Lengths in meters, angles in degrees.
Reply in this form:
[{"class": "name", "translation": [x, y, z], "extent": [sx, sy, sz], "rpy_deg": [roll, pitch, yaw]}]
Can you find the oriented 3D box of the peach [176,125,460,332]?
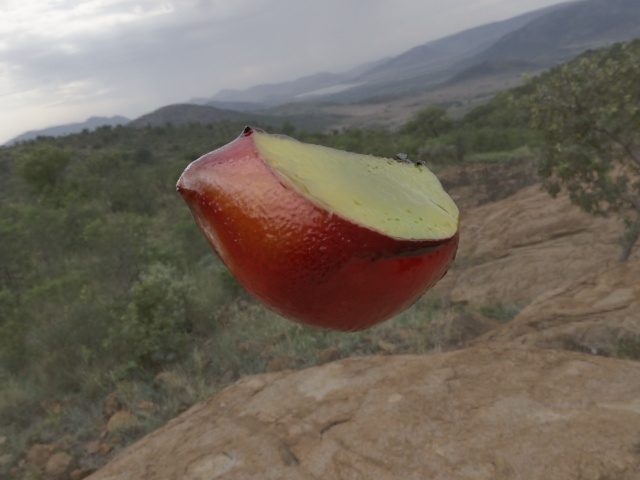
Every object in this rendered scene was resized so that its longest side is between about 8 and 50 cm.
[{"class": "peach", "translation": [0.005, 0.004, 0.490], "extent": [0.268, 0.158, 0.154], "rpy_deg": [5, 34, -37]}]
